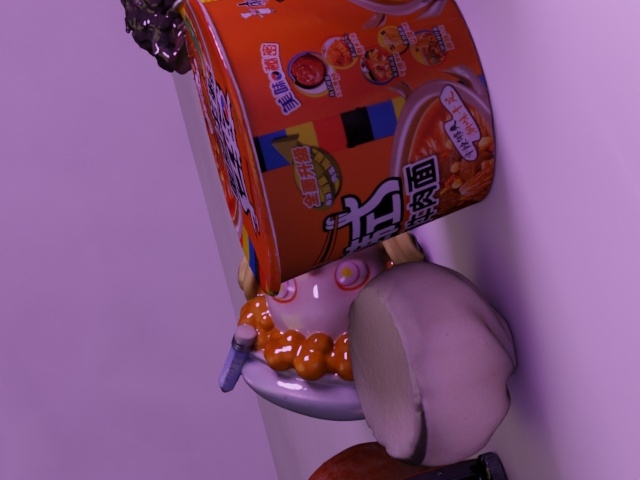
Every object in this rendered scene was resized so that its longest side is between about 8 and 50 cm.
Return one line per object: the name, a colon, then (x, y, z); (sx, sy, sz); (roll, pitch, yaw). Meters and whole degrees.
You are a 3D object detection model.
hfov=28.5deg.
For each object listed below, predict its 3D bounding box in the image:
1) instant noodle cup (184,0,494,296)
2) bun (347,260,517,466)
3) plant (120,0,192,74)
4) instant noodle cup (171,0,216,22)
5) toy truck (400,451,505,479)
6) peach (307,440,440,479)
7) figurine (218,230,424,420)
instant noodle cup: (0.015, -0.098, 1.018); (0.250, 0.192, 0.250); (164, 90, -80)
bun: (0.103, 0.101, 1.060); (0.173, 0.120, 0.172); (168, 90, -74)
plant: (-0.192, -0.345, 1.858); (0.178, 0.204, 0.234); (12, -142, -56)
instant noodle cup: (-0.059, -0.210, 1.424); (0.168, 0.168, 0.185); (172, 76, -80)
toy truck: (0.150, 0.289, 1.138); (0.253, 0.108, 0.114); (-137, 33, -72)
peach: (0.080, 0.322, 1.423); (0.232, 0.233, 0.232); (164, 90, -81)
figurine: (0.030, -0.006, 1.308); (0.205, 0.225, 0.381); (25, -108, -74)
